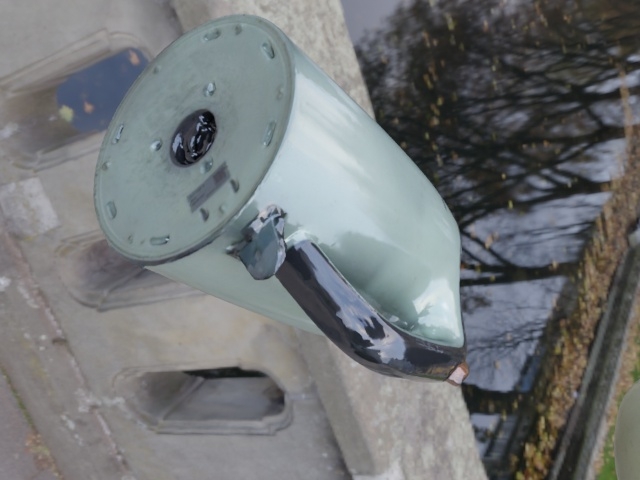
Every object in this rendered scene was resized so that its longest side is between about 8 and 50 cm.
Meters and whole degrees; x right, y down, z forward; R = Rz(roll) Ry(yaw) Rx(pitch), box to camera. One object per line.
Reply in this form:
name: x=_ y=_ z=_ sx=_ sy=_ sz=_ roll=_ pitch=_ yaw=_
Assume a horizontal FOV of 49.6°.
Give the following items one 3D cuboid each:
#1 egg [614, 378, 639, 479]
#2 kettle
egg: x=0.361 y=0.221 z=0.585 sx=0.189 sy=0.188 sz=0.253 roll=14 pitch=34 yaw=-53
kettle: x=0.000 y=0.000 z=0.482 sx=0.255 sy=0.165 sz=0.240 roll=35 pitch=18 yaw=-48
